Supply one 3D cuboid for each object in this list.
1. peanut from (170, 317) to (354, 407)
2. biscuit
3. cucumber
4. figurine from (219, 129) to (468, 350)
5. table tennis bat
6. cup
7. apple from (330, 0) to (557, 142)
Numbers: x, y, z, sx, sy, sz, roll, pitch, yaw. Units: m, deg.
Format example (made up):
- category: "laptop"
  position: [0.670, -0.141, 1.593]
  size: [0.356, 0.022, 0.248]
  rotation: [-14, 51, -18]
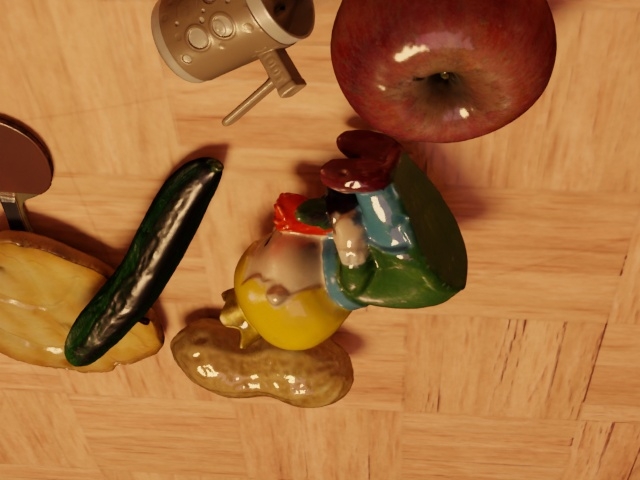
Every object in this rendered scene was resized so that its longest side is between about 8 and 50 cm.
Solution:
- category: "peanut"
  position: [-0.060, 0.124, 1.140]
  size: [0.193, 0.089, 0.089]
  rotation: [4, 142, 1]
- category: "biscuit"
  position: [-0.267, 0.067, 1.121]
  size: [0.203, 0.041, 0.260]
  rotation: [-1, 145, 12]
- category: "cucumber"
  position: [-0.162, 0.024, 1.011]
  size: [0.056, 0.056, 0.284]
  rotation: [25, 122, -23]
- category: "figurine"
  position: [-0.006, 0.008, 0.959]
  size: [0.234, 0.127, 0.185]
  rotation: [-9, 136, 34]
- category: "table tennis bat"
  position: [-0.285, -0.056, 0.993]
  size: [0.095, 0.014, 0.158]
  rotation: [3, 142, 2]
- category: "cup"
  position: [-0.057, -0.147, 0.789]
  size: [0.099, 0.074, 0.102]
  rotation: [-18, 116, 31]
- category: "apple"
  position: [0.084, -0.138, 0.753]
  size: [0.154, 0.120, 0.153]
  rotation: [0, 145, 0]
